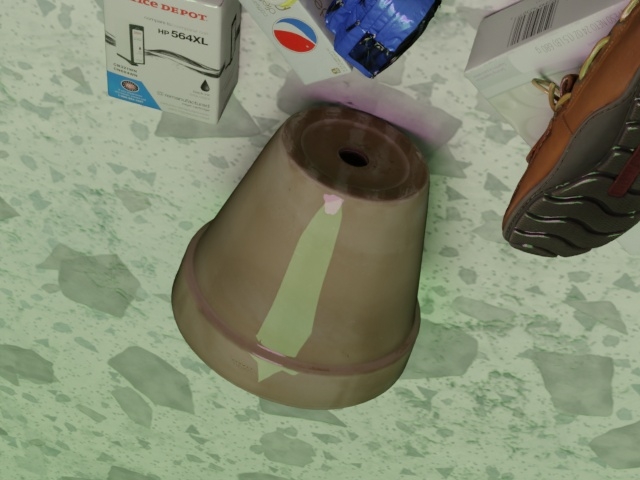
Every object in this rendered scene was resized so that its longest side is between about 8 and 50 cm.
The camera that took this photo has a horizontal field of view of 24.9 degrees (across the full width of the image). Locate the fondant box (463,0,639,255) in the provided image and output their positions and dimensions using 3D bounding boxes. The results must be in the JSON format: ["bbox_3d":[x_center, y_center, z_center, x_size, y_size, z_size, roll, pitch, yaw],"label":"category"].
[{"bbox_3d":[0.354,-0.145,1.581,0.238,0.096,0.330,-21,127,42],"label":"fondant box"}]

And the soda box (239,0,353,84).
[{"bbox_3d":[-0.038,-0.278,1.627,0.074,0.069,0.216,-11,132,37],"label":"soda box"}]

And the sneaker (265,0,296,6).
[{"bbox_3d":[0.022,-0.349,1.511,0.091,0.126,0.240,49,118,16],"label":"sneaker"}]

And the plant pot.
[{"bbox_3d":[0.000,0.000,1.793,0.323,0.323,0.280,21,127,1],"label":"plant pot"}]

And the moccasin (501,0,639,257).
[{"bbox_3d":[0.289,-0.120,1.466,0.139,0.147,0.380,10,139,-9],"label":"moccasin"}]

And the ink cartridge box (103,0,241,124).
[{"bbox_3d":[-0.176,-0.249,1.715,0.148,0.086,0.203,16,144,7],"label":"ink cartridge box"}]

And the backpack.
[{"bbox_3d":[0.070,-0.252,1.584,0.101,0.098,0.120,36,142,-13],"label":"backpack"}]
